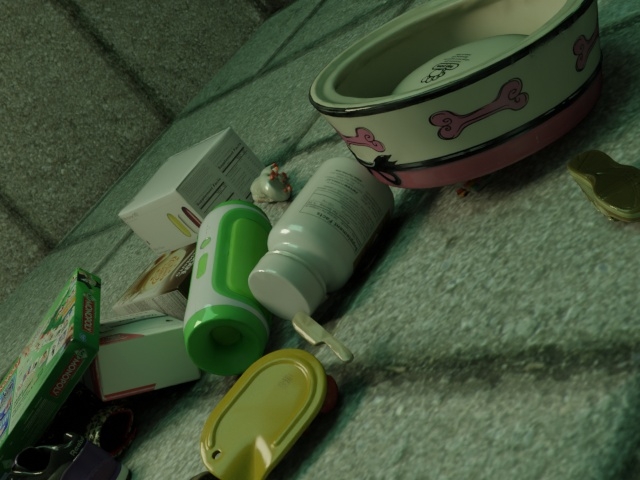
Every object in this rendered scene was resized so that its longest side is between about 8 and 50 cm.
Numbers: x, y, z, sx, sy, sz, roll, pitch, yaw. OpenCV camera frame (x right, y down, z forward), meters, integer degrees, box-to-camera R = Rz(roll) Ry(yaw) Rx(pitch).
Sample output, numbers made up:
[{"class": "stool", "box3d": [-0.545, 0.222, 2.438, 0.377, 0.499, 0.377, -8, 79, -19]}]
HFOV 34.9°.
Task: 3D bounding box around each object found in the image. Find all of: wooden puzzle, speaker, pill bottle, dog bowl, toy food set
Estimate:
[{"class": "wooden puzzle", "box3d": [0.222, -0.088, 1.395, 0.083, 0.006, 0.049, -43, 19, -2]}, {"class": "speaker", "box3d": [-0.133, 0.064, 1.528, 0.131, 0.131, 0.296, -34, 29, 22]}, {"class": "pill bottle", "box3d": [0.000, 0.000, 1.446, 0.131, 0.131, 0.229, -17, 30, 51]}, {"class": "dog bowl", "box3d": [0.198, -0.219, 1.390, 0.408, 0.150, 0.408, -22, 24, 10]}, {"class": "toy food set", "box3d": [-0.042, 0.203, 1.202, 0.128, 0.071, 0.218, 26, 69, 44]}]

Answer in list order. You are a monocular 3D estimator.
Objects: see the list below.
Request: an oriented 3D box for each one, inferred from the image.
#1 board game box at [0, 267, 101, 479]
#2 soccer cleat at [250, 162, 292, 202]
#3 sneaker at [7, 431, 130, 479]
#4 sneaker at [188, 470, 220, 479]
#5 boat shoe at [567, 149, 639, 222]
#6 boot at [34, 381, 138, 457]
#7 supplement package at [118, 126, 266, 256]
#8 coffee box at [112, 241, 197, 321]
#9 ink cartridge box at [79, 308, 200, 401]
[{"class": "board game box", "box3d": [-0.437, 0.219, 1.563, 0.317, 0.046, 0.213, -53, 24, 17]}, {"class": "soccer cleat", "box3d": [-0.100, -0.098, 1.974, 0.076, 0.068, 0.196, -45, 11, 7]}, {"class": "sneaker", "box3d": [-0.411, 0.356, 1.486, 0.283, 0.124, 0.107, -32, 21, 27]}, {"class": "sneaker", "box3d": [-0.173, 0.347, 1.159, 0.188, 0.066, 0.071, -47, 2, -30]}, {"class": "boat shoe", "box3d": [0.313, -0.051, 1.090, 0.056, 0.048, 0.153, -30, 25, -2]}, {"class": "boot", "box3d": [-0.346, 0.279, 1.612, 0.178, 0.085, 0.236, -16, 20, 33]}, {"class": "supplement package", "box3d": [-0.268, -0.096, 2.168, 0.262, 0.145, 0.204, -17, 30, 52]}, {"class": "coffee box", "box3d": [-0.238, 0.085, 1.780, 0.246, 0.098, 0.141, -18, 29, 51]}, {"class": "ink cartridge box", "box3d": [-0.300, 0.176, 1.611, 0.158, 0.092, 0.218, -11, 6, -24]}]
